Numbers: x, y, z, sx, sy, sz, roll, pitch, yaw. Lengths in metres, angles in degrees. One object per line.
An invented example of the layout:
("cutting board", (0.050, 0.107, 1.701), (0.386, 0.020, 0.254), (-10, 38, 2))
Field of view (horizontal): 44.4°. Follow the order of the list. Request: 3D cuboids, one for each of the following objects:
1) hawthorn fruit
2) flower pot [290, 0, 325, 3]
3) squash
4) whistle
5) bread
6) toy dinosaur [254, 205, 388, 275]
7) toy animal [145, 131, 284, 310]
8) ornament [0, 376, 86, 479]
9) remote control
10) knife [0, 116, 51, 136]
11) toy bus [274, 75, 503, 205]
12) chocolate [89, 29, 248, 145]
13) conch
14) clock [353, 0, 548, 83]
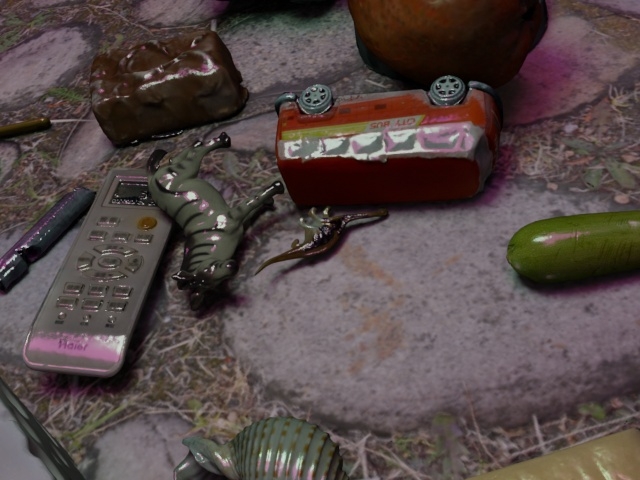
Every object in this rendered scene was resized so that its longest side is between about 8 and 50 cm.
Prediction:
("hawthorn fruit", (0.131, -0.285, 0.947), (0.262, 0.210, 0.210), (12, 52, 35))
("flower pot", (-0.065, -0.513, 1.209), (0.283, 0.299, 0.299), (3, 49, 24))
("squash", (0.288, 0.004, 0.783), (0.201, 0.066, 0.066), (-6, 46, 7))
("whistle", (-0.354, -0.007, 0.999), (0.033, 0.033, 0.176), (17, 55, 29))
("bread", (0.188, 0.226, 0.602), (0.178, 0.060, 0.139), (-18, 45, -1))
("toy dinosaur", (-0.008, -0.008, 0.897), (0.180, 0.037, 0.058), (-33, 43, -16))
("toy animal", (-0.141, -0.033, 0.919), (0.176, 0.073, 0.217), (-36, 64, -27))
("ornament", (-0.289, 0.254, 0.590), (0.240, 0.239, 0.240), (-39, 50, -20))
("remote control", (-0.238, 0.031, 0.920), (0.109, 0.055, 0.313), (4, 45, 6))
("knife", (-0.536, -0.160, 1.188), (0.256, 0.046, 0.022), (-11, 87, 4))
("toy bus", (0.078, -0.108, 0.917), (0.265, 0.121, 0.120), (-1, 56, 14))
("chocolate", (-0.220, -0.229, 1.128), (0.214, 0.093, 0.148), (-17, 47, 0))
("conch", (-0.043, 0.215, 0.654), (0.153, 0.102, 0.135), (-7, 60, 40))
("clock", (0.184, -0.330, 1.132), (0.280, 0.055, 0.280), (-9, 46, 9))
